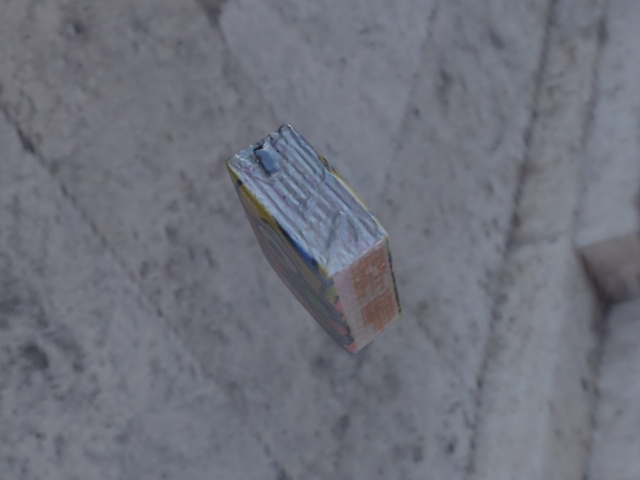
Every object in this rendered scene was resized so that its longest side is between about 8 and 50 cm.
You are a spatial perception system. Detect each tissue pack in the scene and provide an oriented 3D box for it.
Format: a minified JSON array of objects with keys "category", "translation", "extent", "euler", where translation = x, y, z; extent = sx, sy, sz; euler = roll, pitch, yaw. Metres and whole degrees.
[{"category":"tissue pack","translation":[0.000,0.000,0.641],"extent":[0.063,0.035,0.083],"euler":[48,-9,21]}]
